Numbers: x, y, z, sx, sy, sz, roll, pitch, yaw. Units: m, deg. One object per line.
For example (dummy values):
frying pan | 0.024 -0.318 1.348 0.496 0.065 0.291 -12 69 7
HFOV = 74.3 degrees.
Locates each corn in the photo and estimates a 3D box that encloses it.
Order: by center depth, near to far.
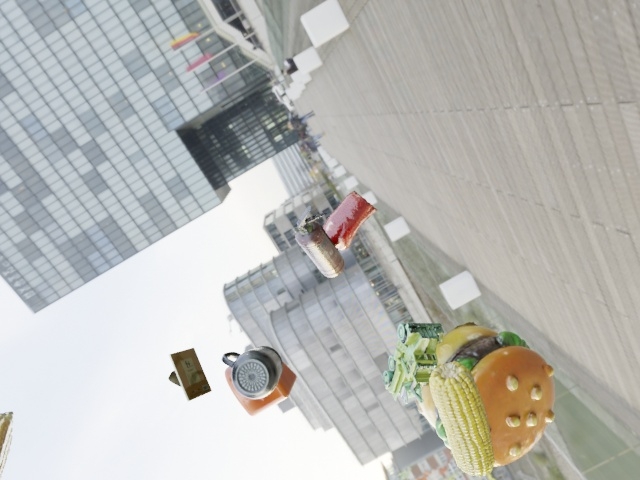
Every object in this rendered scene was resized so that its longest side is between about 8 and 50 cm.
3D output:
corn | 0.296 0.368 0.870 0.093 0.094 0.244 -104 -7 -77

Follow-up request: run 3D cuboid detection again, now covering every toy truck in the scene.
toy truck | 0.271 0.348 1.175 0.135 0.129 0.259 -111 26 -61

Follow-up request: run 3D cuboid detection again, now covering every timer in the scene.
timer | -0.285 0.643 1.956 0.250 0.258 0.161 54 -167 -6

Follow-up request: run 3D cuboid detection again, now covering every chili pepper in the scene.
chili pepper | 0.070 -0.031 1.658 0.135 0.338 0.131 40 -170 17

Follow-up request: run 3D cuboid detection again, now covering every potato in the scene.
potato | -0.584 0.586 1.791 0.096 0.066 0.103 31 155 2

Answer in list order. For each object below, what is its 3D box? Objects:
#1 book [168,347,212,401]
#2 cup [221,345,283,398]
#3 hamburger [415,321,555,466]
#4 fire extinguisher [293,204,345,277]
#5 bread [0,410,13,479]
book | -0.450 0.461 1.466 0.172 0.012 0.118 61 -159 15
cup | -0.246 0.458 1.536 0.223 0.169 0.176 25 -176 10
hamburger | 0.504 0.479 1.278 0.395 0.396 0.277 59 166 -22
fire extinguisher | 0.000 0.000 1.484 0.344 0.138 0.102 56 -171 -50
bread | -0.926 0.545 1.052 0.240 0.110 0.246 9 -165 -27
